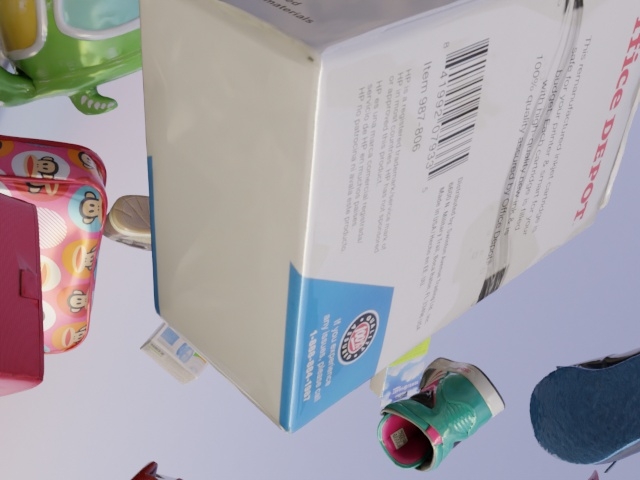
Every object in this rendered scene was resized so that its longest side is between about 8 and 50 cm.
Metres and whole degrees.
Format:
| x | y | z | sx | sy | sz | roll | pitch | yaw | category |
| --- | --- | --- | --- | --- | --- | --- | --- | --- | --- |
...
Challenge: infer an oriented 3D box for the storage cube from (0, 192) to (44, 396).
| x | y | z | sx | sy | sz | roll | pitch | yaw | category |
| --- | --- | --- | --- | --- | --- | --- | --- | --- | --- |
| -0.392 | 0.052 | 0.788 | 0.183 | 0.193 | 0.215 | -17 | -112 | 24 | storage cube |

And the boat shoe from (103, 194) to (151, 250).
| x | y | z | sx | sy | sz | roll | pitch | yaw | category |
| --- | --- | --- | --- | --- | --- | --- | --- | --- | --- |
| -0.288 | -0.023 | 1.652 | 0.092 | 0.285 | 0.103 | -26 | -114 | 42 | boat shoe |

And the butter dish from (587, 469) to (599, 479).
| x | y | z | sx | sy | sz | roll | pitch | yaw | category |
| --- | --- | --- | --- | --- | --- | --- | --- | --- | --- |
| 0.503 | 0.465 | 1.414 | 0.118 | 0.160 | 0.160 | -10 | -99 | 23 | butter dish |

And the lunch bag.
| x | y | z | sx | sy | sz | roll | pitch | yaw | category |
| --- | --- | --- | --- | --- | --- | --- | --- | --- | --- |
| -0.409 | 0.010 | 1.072 | 0.120 | 0.258 | 0.293 | -112 | -145 | -49 | lunch bag |

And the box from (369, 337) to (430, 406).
| x | y | z | sx | sy | sz | roll | pitch | yaw | category |
| --- | --- | --- | --- | --- | --- | --- | --- | --- | --- |
| 0.155 | 0.224 | 1.645 | 0.042 | 0.109 | 0.178 | 36 | -53 | 42 | box |

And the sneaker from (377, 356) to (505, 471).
| x | y | z | sx | sy | sz | roll | pitch | yaw | category |
| --- | --- | --- | --- | --- | --- | --- | --- | --- | --- |
| 0.171 | 0.287 | 1.387 | 0.178 | 0.124 | 0.295 | -33 | 176 | -11 | sneaker |

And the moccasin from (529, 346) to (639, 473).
| x | y | z | sx | sy | sz | roll | pitch | yaw | category |
| --- | --- | --- | --- | --- | --- | --- | --- | --- | --- |
| 0.369 | 0.189 | 0.970 | 0.342 | 0.117 | 0.138 | 143 | -58 | -64 | moccasin |

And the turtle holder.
| x | y | z | sx | sy | sz | roll | pitch | yaw | category |
| --- | --- | --- | --- | --- | --- | --- | --- | --- | --- |
| -0.354 | -0.310 | 1.190 | 0.243 | 0.320 | 0.227 | -115 | -172 | -61 | turtle holder |

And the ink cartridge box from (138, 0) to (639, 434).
| x | y | z | sx | sy | sz | roll | pitch | yaw | category |
| --- | --- | --- | --- | --- | --- | --- | --- | --- | --- |
| 0.076 | -0.087 | 0.649 | 0.166 | 0.395 | 0.285 | 35 | -44 | 33 | ink cartridge box |

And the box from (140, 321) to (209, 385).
| x | y | z | sx | sy | sz | roll | pitch | yaw | category |
| --- | --- | --- | --- | --- | --- | --- | --- | --- | --- |
| -0.223 | 0.156 | 1.611 | 0.203 | 0.114 | 0.103 | -52 | -172 | -28 | box |

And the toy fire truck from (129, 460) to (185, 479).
| x | y | z | sx | sy | sz | roll | pitch | yaw | category |
| --- | --- | --- | --- | --- | --- | --- | --- | --- | --- |
| -0.111 | 0.279 | 0.714 | 0.158 | 0.217 | 0.246 | -51 | 175 | 35 | toy fire truck |
